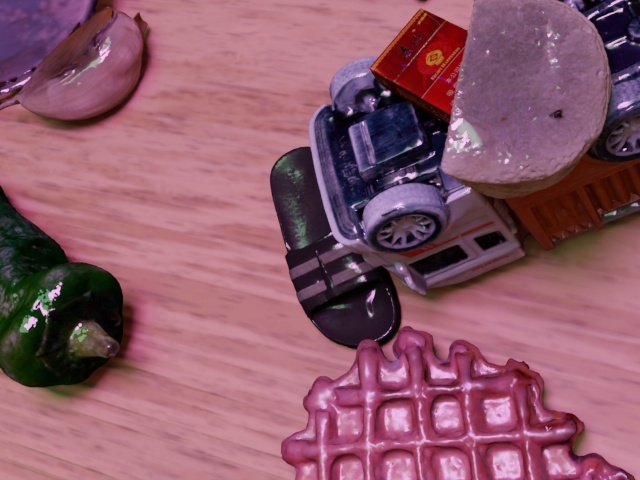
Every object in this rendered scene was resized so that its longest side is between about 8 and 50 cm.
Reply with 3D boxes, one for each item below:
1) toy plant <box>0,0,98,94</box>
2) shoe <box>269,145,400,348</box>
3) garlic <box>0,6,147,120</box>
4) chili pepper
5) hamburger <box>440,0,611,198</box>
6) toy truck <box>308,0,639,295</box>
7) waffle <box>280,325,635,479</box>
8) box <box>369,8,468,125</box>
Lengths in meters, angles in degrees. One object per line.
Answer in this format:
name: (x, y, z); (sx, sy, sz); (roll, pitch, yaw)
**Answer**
toy plant: (-0.364, -0.323, 0.878); (0.247, 0.247, 0.332); (-33, 60, 7)
shoe: (0.000, 0.000, 0.723); (0.071, 0.049, 0.179); (-27, 65, 11)
garlic: (-0.210, -0.146, 0.849); (0.152, 0.066, 0.084); (-47, 36, -4)
chili pepper: (-0.256, 0.036, 0.779); (0.270, 0.099, 0.136); (28, 74, 30)
hamburger: (0.115, -0.081, 0.511); (0.084, 0.054, 0.121); (9, 76, 8)
toy truck: (0.157, -0.075, 0.629); (0.305, 0.162, 0.136); (-24, 55, 17)
waffle: (0.074, 0.172, 0.634); (0.234, 0.055, 0.221); (41, 89, 28)
box: (0.075, -0.103, 0.573); (0.051, 0.023, 0.082); (-49, 51, -3)
